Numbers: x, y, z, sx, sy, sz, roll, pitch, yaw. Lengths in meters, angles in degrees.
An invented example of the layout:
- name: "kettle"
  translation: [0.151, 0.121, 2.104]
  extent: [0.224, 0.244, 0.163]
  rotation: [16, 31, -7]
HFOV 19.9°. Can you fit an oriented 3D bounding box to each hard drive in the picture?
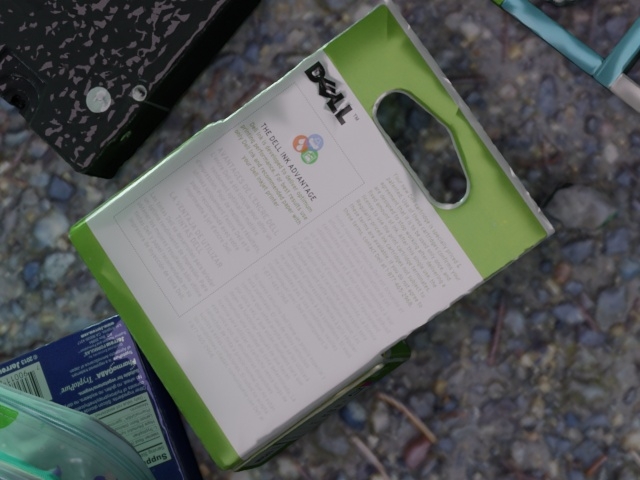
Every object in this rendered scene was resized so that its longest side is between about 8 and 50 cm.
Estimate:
- name: "hard drive"
  translation: [-0.124, -0.242, 1.222]
  extent: [0.237, 0.064, 0.339]
  rotation: [42, 98, 12]

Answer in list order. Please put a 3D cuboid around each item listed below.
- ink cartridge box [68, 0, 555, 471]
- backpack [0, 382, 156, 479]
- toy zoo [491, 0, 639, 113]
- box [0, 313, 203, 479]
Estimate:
- name: "ink cartridge box"
  translation: [0.000, 0.000, 1.166]
  extent: [0.255, 0.097, 0.189]
  rotation: [-36, 80, 9]
- name: "backpack"
  translation: [-0.206, 0.185, 1.095]
  extent: [0.225, 0.253, 0.191]
  rotation: [20, 74, 16]
- name: "toy zoo"
  translation: [0.233, -0.175, 1.147]
  extent: [0.293, 0.030, 0.192]
  rotation: [39, 97, 12]
- name: "box"
  translation: [-0.146, 0.176, 1.225]
  extent: [0.136, 0.036, 0.225]
  rotation: [-22, 82, 13]
